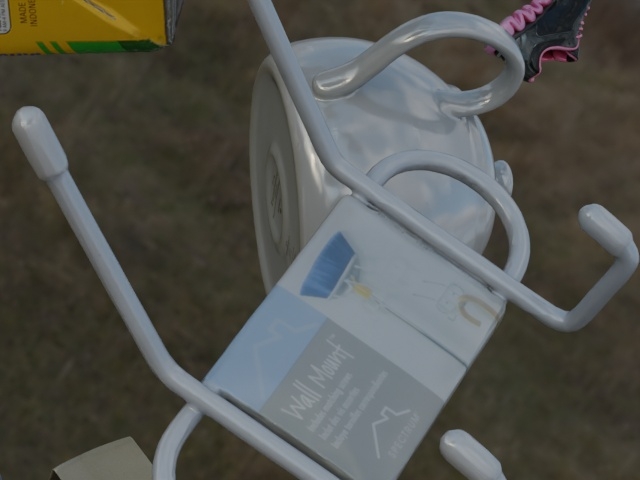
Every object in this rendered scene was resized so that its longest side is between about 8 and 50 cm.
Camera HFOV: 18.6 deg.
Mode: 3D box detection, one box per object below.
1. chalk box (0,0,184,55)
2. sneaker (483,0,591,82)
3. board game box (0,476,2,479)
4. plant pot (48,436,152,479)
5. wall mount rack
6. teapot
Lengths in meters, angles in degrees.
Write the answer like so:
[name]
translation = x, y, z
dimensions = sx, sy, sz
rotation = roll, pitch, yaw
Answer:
[chalk box]
translation = -0.108, -0.157, 0.670
dimensions = 0.132, 0.132, 0.213
rotation = -1, 23, 1
[sneaker]
translation = 0.179, -0.159, 1.459
dimensions = 0.057, 0.119, 0.047
rotation = 48, -21, 10
[board game box]
translation = -0.360, 0.220, 1.852
dimensions = 0.060, 0.194, 0.194
rotation = -19, 62, -31
[plant pot]
translation = -0.231, 0.279, 2.176
dimensions = 0.109, 0.096, 0.109
rotation = 52, -20, 7
[wall mount rack]
translation = 0.000, 0.000, 1.050
dimensions = 0.304, 0.130, 0.350
rotation = 35, 46, 2
[teapot]
translation = 0.055, -0.042, 1.474
dimensions = 0.187, 0.252, 0.256
rotation = -5, 6, -10
